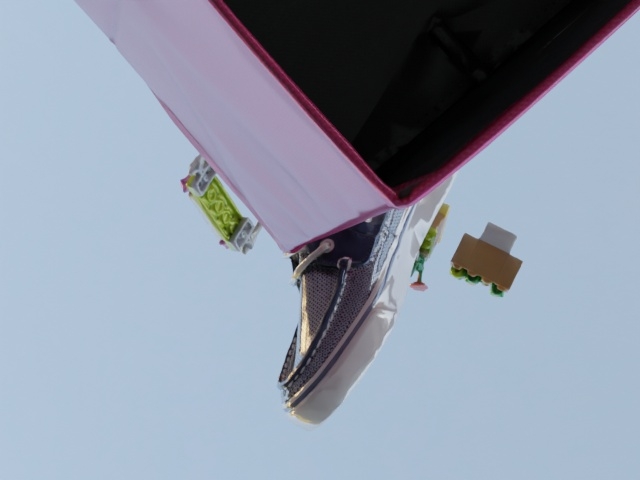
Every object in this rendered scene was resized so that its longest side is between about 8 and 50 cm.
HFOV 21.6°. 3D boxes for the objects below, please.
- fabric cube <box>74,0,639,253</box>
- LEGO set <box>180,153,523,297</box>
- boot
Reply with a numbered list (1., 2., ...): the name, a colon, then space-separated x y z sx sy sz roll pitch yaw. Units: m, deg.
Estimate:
1. fabric cube: 0.015 -0.174 0.627 0.254 0.258 0.259 -42 -87 -8
2. LEGO set: 0.005 -0.024 1.165 0.132 0.287 0.107 -17 -144 52
3. boot: 0.000 0.000 0.820 0.086 0.190 0.069 35 -42 -11
